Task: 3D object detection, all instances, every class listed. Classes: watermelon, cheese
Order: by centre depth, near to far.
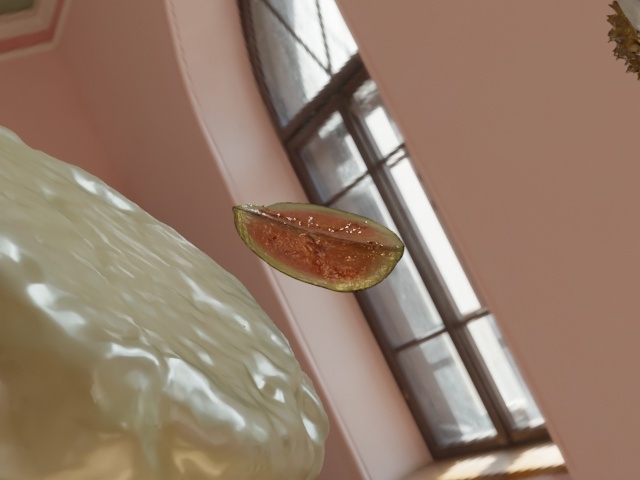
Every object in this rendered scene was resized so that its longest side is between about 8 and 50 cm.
[{"bbox_3d":[-0.141,0.050,0.492,0.115,0.326,0.318,-53,-5,7],"label":"cheese"},{"bbox_3d":[0.004,-0.006,0.824,0.087,0.163,0.069,90,-161,-54],"label":"watermelon"}]

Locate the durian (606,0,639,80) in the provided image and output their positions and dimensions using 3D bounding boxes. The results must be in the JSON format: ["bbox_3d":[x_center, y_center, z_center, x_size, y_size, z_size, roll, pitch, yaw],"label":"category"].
[{"bbox_3d":[0.460,-0.227,1.031,0.138,0.249,0.183,-63,-27,-24],"label":"durian"}]

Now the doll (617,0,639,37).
[{"bbox_3d":[0.323,-0.212,0.575,0.257,0.215,0.161,-41,16,49],"label":"doll"}]
